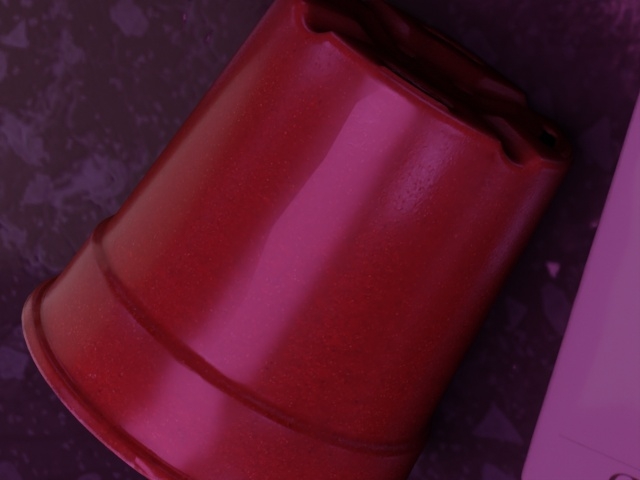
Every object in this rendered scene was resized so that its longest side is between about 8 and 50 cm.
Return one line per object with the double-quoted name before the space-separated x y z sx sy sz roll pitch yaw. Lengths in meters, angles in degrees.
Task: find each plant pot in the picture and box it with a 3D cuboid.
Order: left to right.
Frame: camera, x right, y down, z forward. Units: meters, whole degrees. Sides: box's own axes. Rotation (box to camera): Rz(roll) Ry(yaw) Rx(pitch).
"plant pot" 0.000 0.000 1.162 0.272 0.272 0.265 37 108 14

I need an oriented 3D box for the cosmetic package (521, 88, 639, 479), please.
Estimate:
"cosmetic package" 0.293 -0.041 1.051 0.230 0.161 0.453 21 112 20
